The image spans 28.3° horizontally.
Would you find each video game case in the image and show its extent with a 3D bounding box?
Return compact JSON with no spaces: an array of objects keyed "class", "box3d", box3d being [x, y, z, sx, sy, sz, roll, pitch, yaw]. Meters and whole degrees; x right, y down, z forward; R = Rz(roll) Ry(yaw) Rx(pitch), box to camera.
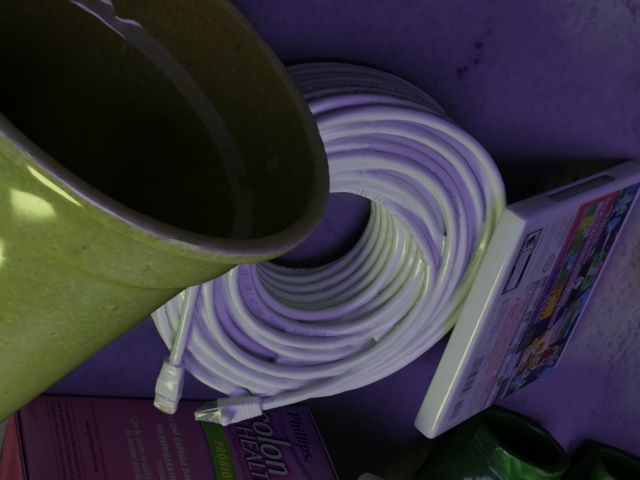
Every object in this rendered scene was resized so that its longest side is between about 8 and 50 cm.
[{"class":"video game case","box3d":[0.161,0.043,0.966,0.183,0.023,0.201,-19,136,-46]}]

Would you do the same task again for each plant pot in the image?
[{"class":"plant pot","box3d":[-0.180,-0.026,0.718,0.276,0.276,0.254,27,123,-33]}]

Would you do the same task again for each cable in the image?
[{"class":"cable","box3d":[0.000,0.000,0.891,0.257,0.089,0.257,-7,126,-16]}]

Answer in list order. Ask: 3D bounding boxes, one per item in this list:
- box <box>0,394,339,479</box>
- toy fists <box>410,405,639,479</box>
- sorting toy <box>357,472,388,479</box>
[{"class":"box","box3d":[-0.134,0.242,0.999,0.243,0.117,0.214,5,122,-24]},{"class":"toy fists","box3d":[0.196,0.251,1.138,0.279,0.096,0.142,21,116,-32]},{"class":"sorting toy","box3d":[0.019,0.281,0.996,0.208,0.038,0.193,-52,139,5]}]
